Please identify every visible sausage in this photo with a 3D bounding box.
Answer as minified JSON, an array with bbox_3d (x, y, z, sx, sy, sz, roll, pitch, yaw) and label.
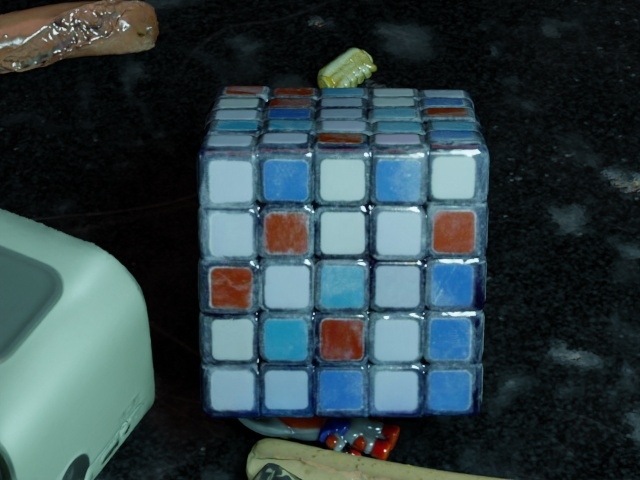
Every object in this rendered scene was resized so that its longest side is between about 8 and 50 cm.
[{"bbox_3d":[0.071,0.252,1.929,0.301,0.066,0.066,7,45,10],"label":"sausage"},{"bbox_3d":[-0.367,-0.257,2.436,0.326,0.087,0.079,-13,33,-13],"label":"sausage"}]

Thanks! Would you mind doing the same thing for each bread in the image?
[{"bbox_3d":[0.032,-0.213,2.427,0.049,0.034,0.088,39,59,16],"label":"bread"}]

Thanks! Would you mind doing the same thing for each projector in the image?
[{"bbox_3d":[-0.337,0.146,1.904,0.248,0.249,0.249,20,48,19],"label":"projector"}]

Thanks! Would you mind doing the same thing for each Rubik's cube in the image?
[{"bbox_3d":[0.024,0.005,1.960,0.287,0.293,0.292,0,18,1],"label":"Rubik's cube"}]

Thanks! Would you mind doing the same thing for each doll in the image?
[{"bbox_3d":[-0.012,0.182,2.005,0.194,0.062,0.104,21,59,11],"label":"doll"}]

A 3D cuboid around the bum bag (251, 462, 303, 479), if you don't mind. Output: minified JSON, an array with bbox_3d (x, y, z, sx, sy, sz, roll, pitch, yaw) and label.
[{"bbox_3d":[0.020,0.299,1.874,0.248,0.069,0.102,20,56,10],"label":"bum bag"}]
